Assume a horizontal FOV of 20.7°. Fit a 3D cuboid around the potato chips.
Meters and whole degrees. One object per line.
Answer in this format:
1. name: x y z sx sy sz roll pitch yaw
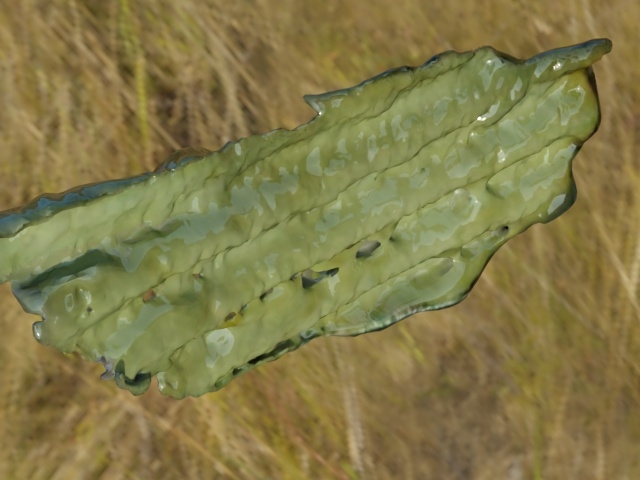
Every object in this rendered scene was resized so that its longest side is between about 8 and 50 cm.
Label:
1. potato chips: 0.000 0.000 0.477 0.207 0.092 0.028 -23 41 -33
